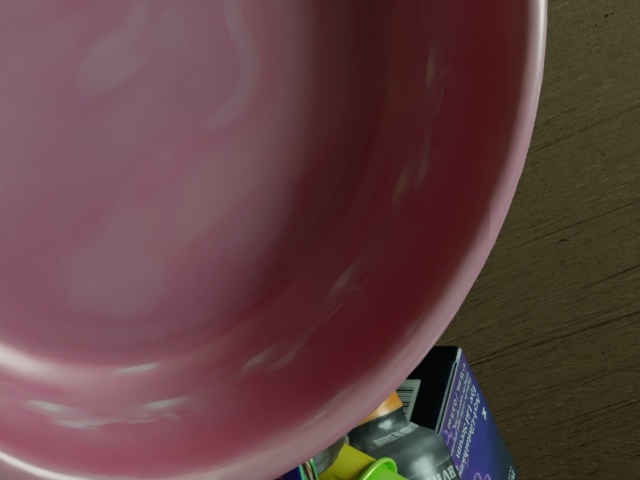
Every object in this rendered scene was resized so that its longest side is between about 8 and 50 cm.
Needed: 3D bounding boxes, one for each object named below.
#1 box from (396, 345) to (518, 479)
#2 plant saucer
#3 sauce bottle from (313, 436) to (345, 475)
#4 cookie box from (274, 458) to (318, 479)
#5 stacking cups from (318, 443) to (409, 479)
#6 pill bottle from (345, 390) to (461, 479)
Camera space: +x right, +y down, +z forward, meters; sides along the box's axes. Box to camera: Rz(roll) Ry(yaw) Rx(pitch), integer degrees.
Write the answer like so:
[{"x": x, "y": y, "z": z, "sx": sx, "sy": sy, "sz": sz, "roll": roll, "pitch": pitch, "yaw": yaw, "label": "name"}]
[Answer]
[{"x": 0.097, "y": 0.219, "z": 1.154, "sx": 0.207, "sy": 0.108, "sz": 0.153, "roll": 61, "pitch": 36, "yaw": -40, "label": "box"}, {"x": -0.052, "y": -0.060, "z": 0.469, "sx": 0.084, "sy": 0.332, "sz": 0.332, "roll": 23, "pitch": -31, "yaw": 46, "label": "plant saucer"}, {"x": -0.035, "y": -0.026, "z": 0.635, "sx": 0.111, "sy": 0.111, "sz": 0.344, "roll": -101, "pitch": -169, "yaw": -56, "label": "sauce bottle"}, {"x": -0.040, "y": 0.152, "z": 0.599, "sx": 0.040, "sy": 0.092, "sz": 0.107, "roll": 55, "pitch": 15, "yaw": -52, "label": "cookie box"}, {"x": 0.098, "y": 0.201, "z": 0.703, "sx": 0.316, "sy": 0.096, "sz": 0.096, "roll": 22, "pitch": -16, "yaw": 25, "label": "stacking cups"}, {"x": 0.056, "y": 0.230, "z": 0.936, "sx": 0.130, "sy": 0.130, "sz": 0.245, "roll": 15, "pitch": 53, "yaw": -81, "label": "pill bottle"}]
